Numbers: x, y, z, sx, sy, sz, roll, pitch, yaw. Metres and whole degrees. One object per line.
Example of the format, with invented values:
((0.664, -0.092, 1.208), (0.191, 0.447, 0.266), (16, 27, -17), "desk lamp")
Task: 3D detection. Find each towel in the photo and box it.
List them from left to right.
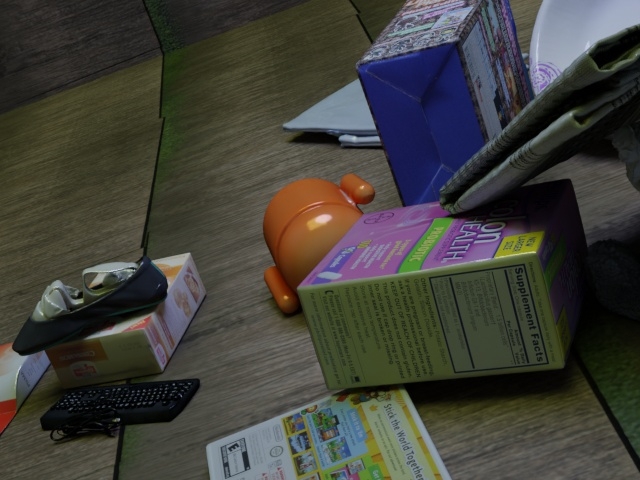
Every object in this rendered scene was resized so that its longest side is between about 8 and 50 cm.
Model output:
((0.295, -0.139, 1.010), (0.312, 0.056, 0.324), (-25, -10, -22), "towel")

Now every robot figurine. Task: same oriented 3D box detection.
((-0.001, 0.002, 1.307), (0.158, 0.128, 0.219), (-20, 22, -5), "robot figurine")

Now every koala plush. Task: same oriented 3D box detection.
((0.357, -0.043, 0.987), (0.196, 0.221, 0.203), (-27, 24, -16), "koala plush")

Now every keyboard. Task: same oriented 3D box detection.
((-0.239, 0.183, 1.219), (0.192, 0.038, 0.100), (-10, 26, 26), "keyboard")

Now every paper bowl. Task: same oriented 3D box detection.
((0.422, -0.269, 1.415), (0.148, 0.284, 0.284), (16, 6, -29), "paper bowl")

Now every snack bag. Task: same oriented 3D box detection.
((0.137, -0.244, 1.841), (0.342, 0.037, 0.323), (8, 35, 47), "snack bag")

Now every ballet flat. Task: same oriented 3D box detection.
((-0.285, 0.071, 1.286), (0.203, 0.074, 0.074), (-22, 23, -2), "ballet flat")

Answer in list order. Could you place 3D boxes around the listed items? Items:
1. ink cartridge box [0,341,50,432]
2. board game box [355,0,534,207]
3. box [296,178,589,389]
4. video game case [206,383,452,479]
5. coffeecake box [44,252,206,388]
((-0.440, 0.196, 1.350), (0.145, 0.045, 0.179), (-13, 22, 18), "ink cartridge box")
((0.185, -0.204, 1.466), (0.141, 0.232, 0.291), (-9, 25, 25), "board game box")
((0.133, 0.042, 1.085), (0.243, 0.117, 0.213), (-8, 18, 25), "box")
((0.003, 0.215, 0.967), (0.206, 0.026, 0.227), (-22, 22, -2), "video game case")
((-0.245, 0.100, 1.363), (0.142, 0.068, 0.185), (-11, 26, 18), "coffeecake box")
